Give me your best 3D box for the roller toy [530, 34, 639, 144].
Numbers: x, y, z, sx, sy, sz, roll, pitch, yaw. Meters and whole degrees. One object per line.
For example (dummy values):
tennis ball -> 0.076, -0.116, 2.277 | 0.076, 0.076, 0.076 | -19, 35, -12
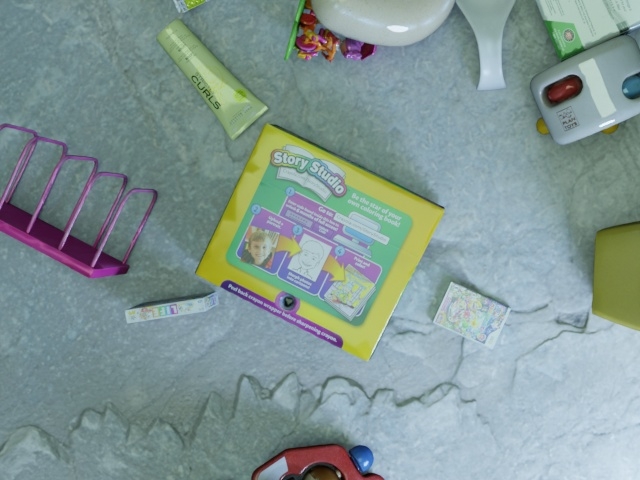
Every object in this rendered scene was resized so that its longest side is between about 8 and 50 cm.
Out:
roller toy -> 0.470, -0.251, 1.680 | 0.209, 0.191, 0.146 | -24, 91, 8

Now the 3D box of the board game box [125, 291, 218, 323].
board game box -> -0.281, 0.127, 1.854 | 0.154, 0.103, 0.026 | -9, 92, 9

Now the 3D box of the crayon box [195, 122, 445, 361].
crayon box -> 0.000, 0.000, 1.807 | 0.363, 0.106, 0.313 | 27, 96, 5

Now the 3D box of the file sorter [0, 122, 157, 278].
file sorter -> -0.481, -0.077, 1.823 | 0.291, 0.202, 0.182 | 27, 94, 5

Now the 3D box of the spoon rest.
spoon rest -> 0.300, -0.411, 1.749 | 0.137, 0.084, 0.276 | -5, 94, 8

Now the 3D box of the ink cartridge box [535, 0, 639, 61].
ink cartridge box -> 0.491, -0.423, 1.705 | 0.208, 0.087, 0.153 | -21, 90, 18

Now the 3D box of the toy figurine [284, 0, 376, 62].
toy figurine -> 0.027, -0.370, 1.765 | 0.159, 0.173, 0.130 | 15, 135, -4

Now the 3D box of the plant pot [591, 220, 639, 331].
plant pot -> 0.573, 0.058, 1.688 | 0.187, 0.212, 0.212 | 3, 94, 20

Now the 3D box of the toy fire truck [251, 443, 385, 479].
toy fire truck -> 0.020, 0.515, 1.825 | 0.254, 0.169, 0.302 | -31, 90, -15

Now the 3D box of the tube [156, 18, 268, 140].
tube -> -0.209, -0.310, 1.842 | 0.240, 0.062, 0.070 | 50, 139, -2

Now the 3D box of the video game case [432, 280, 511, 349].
video game case -> 0.282, 0.140, 1.823 | 0.122, 0.011, 0.087 | 24, 96, 6

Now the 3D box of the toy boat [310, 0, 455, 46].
toy boat -> 0.112, -0.497, 1.721 | 0.267, 0.148, 0.318 | 8, 85, -17

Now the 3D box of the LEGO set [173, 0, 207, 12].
LEGO set -> -0.195, -0.506, 1.804 | 0.287, 0.132, 0.107 | -28, 107, -14
